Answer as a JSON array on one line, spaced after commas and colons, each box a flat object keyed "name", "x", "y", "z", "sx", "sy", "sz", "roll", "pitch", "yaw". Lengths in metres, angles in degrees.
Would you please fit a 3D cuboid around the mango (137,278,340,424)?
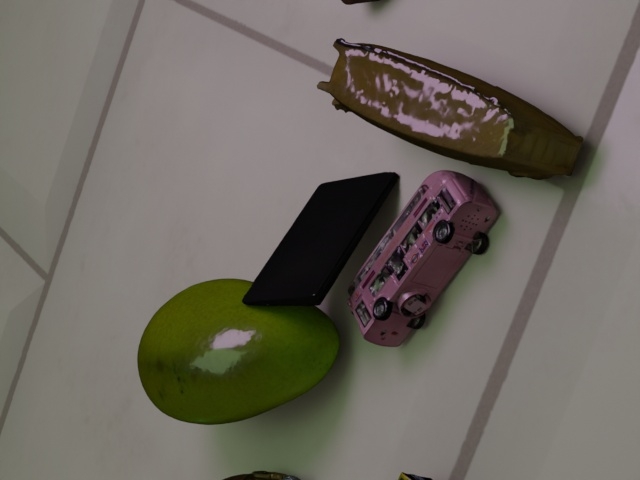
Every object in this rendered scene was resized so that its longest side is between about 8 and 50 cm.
[{"name": "mango", "x": -0.111, "y": 0.134, "z": 1.636, "sx": 0.185, "sy": 0.149, "sz": 0.273, "roll": -43, "pitch": 27, "yaw": -28}]

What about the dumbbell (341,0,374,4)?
[{"name": "dumbbell", "x": 0.028, "y": -0.387, "z": 1.678, "sx": 0.082, "sy": 0.092, "sz": 0.231, "roll": -27, "pitch": 54, "yaw": 14}]

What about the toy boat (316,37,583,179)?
[{"name": "toy boat", "x": 0.133, "y": -0.134, "z": 1.437, "sx": 0.321, "sy": 0.121, "sz": 0.089, "roll": 26, "pitch": 101, "yaw": 39}]

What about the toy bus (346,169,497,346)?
[{"name": "toy bus", "x": 0.106, "y": 0.019, "z": 1.476, "sx": 0.203, "sy": 0.063, "sz": 0.090, "roll": -55, "pitch": 39, "yaw": 24}]

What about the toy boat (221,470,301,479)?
[{"name": "toy boat", "x": -0.066, "y": 0.296, "z": 1.630, "sx": 0.149, "sy": 0.049, "sz": 0.047, "roll": -10, "pitch": 71, "yaw": 51}]

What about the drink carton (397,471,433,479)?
[{"name": "drink carton", "x": 0.130, "y": 0.298, "z": 1.367, "sx": 0.165, "sy": 0.056, "sz": 0.071, "roll": 32, "pitch": 98, "yaw": 52}]

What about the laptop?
[{"name": "laptop", "x": 0.000, "y": 0.000, "z": 1.574, "sx": 0.135, "sy": 0.016, "sz": 0.197, "roll": -5, "pitch": 43, "yaw": 48}]
